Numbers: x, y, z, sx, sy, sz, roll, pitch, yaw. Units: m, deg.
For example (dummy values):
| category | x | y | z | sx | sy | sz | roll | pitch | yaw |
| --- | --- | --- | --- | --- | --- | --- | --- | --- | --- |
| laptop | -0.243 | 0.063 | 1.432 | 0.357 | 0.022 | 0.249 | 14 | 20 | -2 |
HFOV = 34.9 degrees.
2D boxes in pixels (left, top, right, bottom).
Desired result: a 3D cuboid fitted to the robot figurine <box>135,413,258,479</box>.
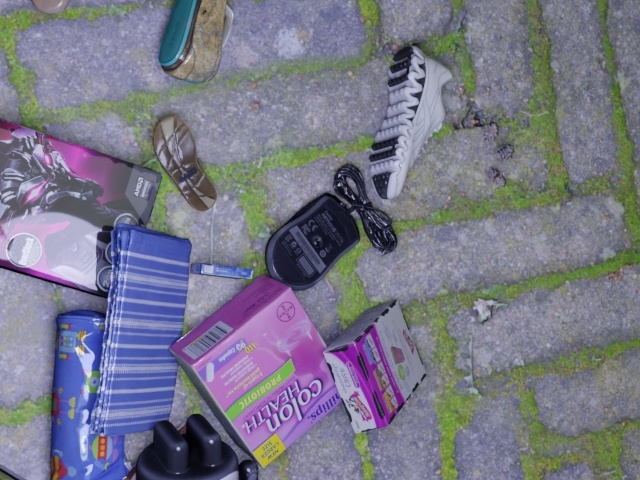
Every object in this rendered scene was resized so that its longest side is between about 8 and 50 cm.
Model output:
| category | x | y | z | sx | sy | sz | roll | pitch | yaw |
| --- | --- | --- | --- | --- | --- | --- | --- | --- | --- |
| robot figurine | -0.222 | 0.432 | 1.696 | 0.209 | 0.173 | 0.278 | 5 | 109 | 10 |

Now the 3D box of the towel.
| category | x | y | z | sx | sy | sz | roll | pitch | yaw |
| --- | --- | --- | --- | --- | --- | --- | --- | --- | --- |
| towel | -0.294 | 0.148 | 1.686 | 0.040 | 0.243 | 0.336 | 6 | 86 | 20 |

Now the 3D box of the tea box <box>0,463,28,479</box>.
| category | x | y | z | sx | sy | sz | roll | pitch | yaw |
| --- | --- | --- | --- | --- | --- | --- | --- | --- | --- |
| tea box | -0.571 | 0.491 | 1.507 | 0.220 | 0.323 | 0.329 | 37 | 78 | -16 |

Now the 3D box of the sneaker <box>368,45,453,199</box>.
| category | x | y | z | sx | sy | sz | roll | pitch | yaw |
| --- | --- | --- | --- | --- | --- | --- | --- | --- | --- |
| sneaker | 0.174 | -0.212 | 1.909 | 0.118 | 0.110 | 0.292 | 18 | 84 | -28 |

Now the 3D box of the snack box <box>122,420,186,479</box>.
| category | x | y | z | sx | sy | sz | roll | pitch | yaw |
| --- | --- | --- | --- | --- | --- | --- | --- | --- | --- |
| snack box | -0.286 | 0.397 | 1.770 | 0.178 | 0.022 | 0.064 | -39 | 103 | -17 |

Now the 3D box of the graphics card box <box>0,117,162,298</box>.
| category | x | y | z | sx | sy | sz | roll | pitch | yaw |
| --- | --- | --- | --- | --- | --- | --- | --- | --- | --- |
| graphics card box | -0.471 | -0.059 | 1.675 | 0.371 | 0.094 | 0.233 | 20 | 82 | -19 |

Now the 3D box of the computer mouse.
| category | x | y | z | sx | sy | sz | roll | pitch | yaw |
| --- | --- | --- | --- | --- | --- | --- | --- | --- | --- |
| computer mouse | 0.000 | 0.000 | 1.861 | 0.272 | 0.072 | 0.188 | -35 | 99 | -29 |

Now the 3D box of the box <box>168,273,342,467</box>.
| category | x | y | z | sx | sy | sz | roll | pitch | yaw |
| --- | --- | --- | --- | --- | --- | --- | --- | --- | --- |
| box | -0.100 | 0.224 | 1.764 | 0.213 | 0.117 | 0.243 | -38 | 115 | -17 |

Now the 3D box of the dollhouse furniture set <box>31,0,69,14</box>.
| category | x | y | z | sx | sy | sz | roll | pitch | yaw |
| --- | --- | --- | --- | --- | --- | --- | --- | --- | --- |
| dollhouse furniture set | -0.612 | -0.423 | 1.502 | 0.394 | 0.362 | 0.256 | 8 | 85 | 8 |

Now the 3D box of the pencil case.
| category | x | y | z | sx | sy | sz | roll | pitch | yaw |
| --- | --- | --- | --- | --- | --- | --- | --- | --- | --- |
| pencil case | -0.377 | 0.268 | 1.688 | 0.133 | 0.119 | 0.306 | 2 | 88 | -22 |

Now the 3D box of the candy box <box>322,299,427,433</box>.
| category | x | y | z | sx | sy | sz | roll | pitch | yaw |
| --- | --- | --- | --- | --- | --- | --- | --- | --- | --- |
| candy box | 0.100 | 0.220 | 1.815 | 0.233 | 0.071 | 0.159 | -33 | 103 | -62 |

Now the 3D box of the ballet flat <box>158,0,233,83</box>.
| category | x | y | z | sx | sy | sz | roll | pitch | yaw |
| --- | --- | --- | --- | --- | --- | --- | --- | --- | --- |
| ballet flat | -0.191 | -0.440 | 1.781 | 0.123 | 0.123 | 0.348 | 15 | 83 | -19 |

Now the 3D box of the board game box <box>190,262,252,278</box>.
| category | x | y | z | sx | sy | sz | roll | pitch | yaw |
| --- | --- | --- | --- | --- | --- | --- | --- | --- | --- |
| board game box | -0.174 | 0.054 | 1.781 | 0.090 | 0.090 | 0.020 | 8 | 85 | -20 |

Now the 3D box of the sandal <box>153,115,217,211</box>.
| category | x | y | z | sx | sy | sz | roll | pitch | yaw |
| --- | --- | --- | --- | --- | --- | --- | --- | --- | --- |
| sandal | -0.241 | -0.133 | 1.786 | 0.072 | 0.049 | 0.180 | -31 | 114 | -12 |
